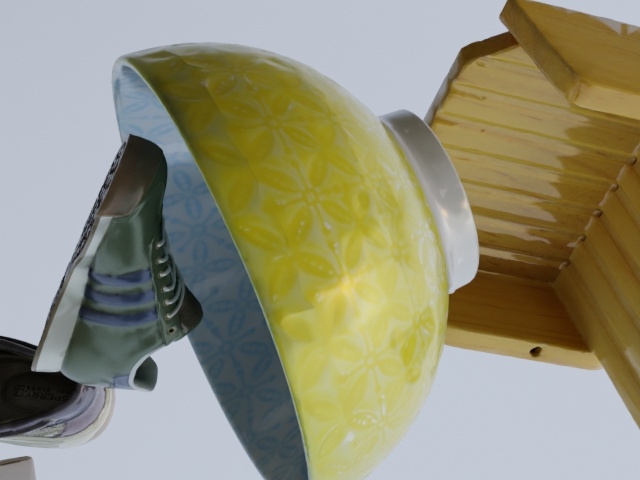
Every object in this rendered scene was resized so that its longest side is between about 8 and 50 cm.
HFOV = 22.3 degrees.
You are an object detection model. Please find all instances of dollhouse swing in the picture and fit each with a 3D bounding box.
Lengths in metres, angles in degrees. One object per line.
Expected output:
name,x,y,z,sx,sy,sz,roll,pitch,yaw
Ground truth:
dollhouse swing,0.256,0.025,1.518,0.315,0.347,0.305,11,-137,-19

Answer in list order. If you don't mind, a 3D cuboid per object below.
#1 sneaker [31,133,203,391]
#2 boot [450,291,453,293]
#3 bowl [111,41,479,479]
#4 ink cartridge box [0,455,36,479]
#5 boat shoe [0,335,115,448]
sneaker,-0.107,0.022,0.978,0.086,0.192,0.064,21,-141,-10
boot,0.062,0.018,1.178,0.084,0.059,0.158,6,-172,11
bowl,0.000,0.000,0.972,0.156,0.289,0.289,-23,-143,-13
ink cartridge box,-0.264,0.386,1.430,0.069,0.371,0.176,-9,168,-24
boat shoe,-0.304,0.110,1.246,0.285,0.092,0.103,3,-110,4
